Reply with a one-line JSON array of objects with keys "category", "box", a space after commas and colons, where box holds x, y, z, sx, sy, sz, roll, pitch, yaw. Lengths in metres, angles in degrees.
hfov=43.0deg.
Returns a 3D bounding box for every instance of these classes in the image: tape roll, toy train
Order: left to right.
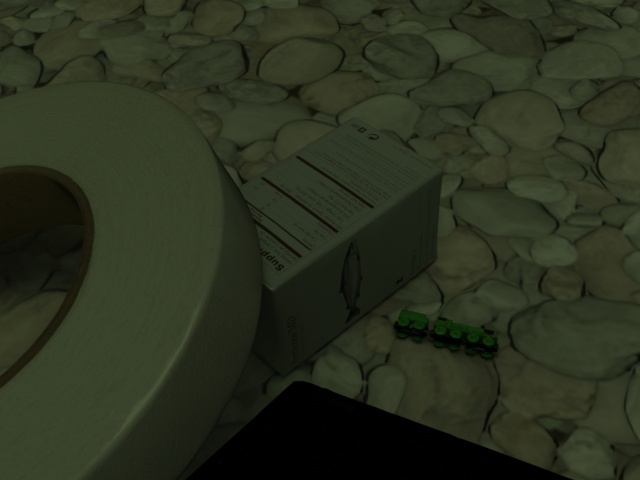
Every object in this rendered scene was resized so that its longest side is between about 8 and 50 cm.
[{"category": "tape roll", "box": [-0.229, 0.051, 0.559, 0.392, 0.072, 0.392, -12, 50, 15]}, {"category": "toy train", "box": [0.099, 0.072, 0.636, 0.083, 0.017, 0.023, 12, 37, 15]}]

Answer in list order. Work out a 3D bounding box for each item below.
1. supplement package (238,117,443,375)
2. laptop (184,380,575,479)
[{"category": "supplement package", "box": [0.000, 0.000, 0.650, 0.179, 0.105, 0.105, -35, 53, -27]}, {"category": "laptop", "box": [0.054, 0.306, 0.406, 0.382, 0.236, 0.408, 17, 20, 19]}]
